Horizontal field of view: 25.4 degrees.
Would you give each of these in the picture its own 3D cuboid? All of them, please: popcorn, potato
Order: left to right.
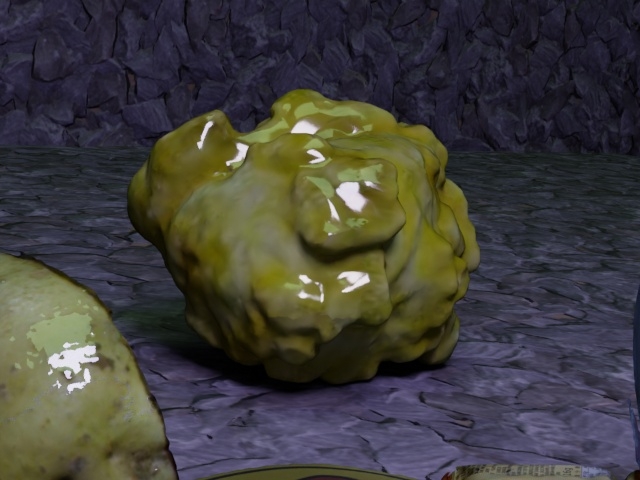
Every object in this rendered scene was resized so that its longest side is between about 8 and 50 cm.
[{"bbox_3d":[-0.191,0.090,0.654,0.271,0.160,0.111,12,22,41],"label":"potato"},{"bbox_3d":[0.000,0.000,1.119,0.250,0.235,0.242,11,43,-50],"label":"popcorn"}]

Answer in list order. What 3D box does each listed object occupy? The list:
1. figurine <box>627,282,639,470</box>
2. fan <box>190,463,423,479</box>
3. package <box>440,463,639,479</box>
[{"bbox_3d":[0.383,0.071,0.718,0.388,0.277,0.248,-5,23,-8],"label":"figurine"},{"bbox_3d":[-0.044,0.148,0.749,0.229,0.011,0.335,-10,15,-39],"label":"fan"},{"bbox_3d":[0.123,0.150,0.805,0.120,0.031,0.108,0,8,11],"label":"package"}]
